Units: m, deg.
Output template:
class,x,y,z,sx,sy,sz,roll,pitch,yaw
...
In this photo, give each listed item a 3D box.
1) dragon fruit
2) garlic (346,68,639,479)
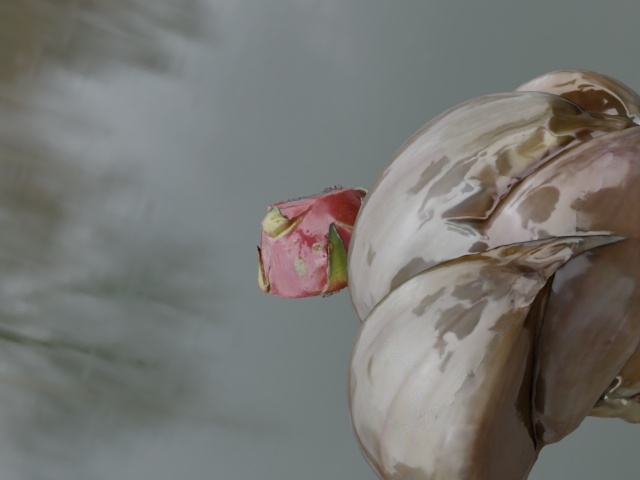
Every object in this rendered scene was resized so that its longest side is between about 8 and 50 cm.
class,x,y,z,sx,sy,sz,roll,pitch,yaw
dragon fruit,0.000,0.000,1.009,0.060,0.083,0.056,-123,19,-75
garlic,0.085,0.015,0.780,0.160,0.214,0.191,40,136,37
